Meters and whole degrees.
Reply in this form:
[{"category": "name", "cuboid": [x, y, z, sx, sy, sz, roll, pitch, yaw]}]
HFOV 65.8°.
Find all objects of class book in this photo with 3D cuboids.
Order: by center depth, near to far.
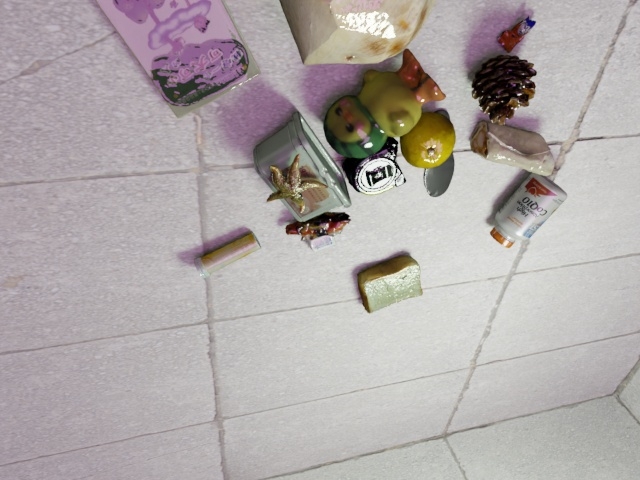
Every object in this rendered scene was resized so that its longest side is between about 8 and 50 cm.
[{"category": "book", "cuboid": [-0.341, -0.508, 1.203, 0.261, 0.043, 0.370, -28, 132, 2]}]

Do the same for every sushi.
[{"category": "sushi", "cuboid": [-0.006, -0.050, 1.672, 0.226, 0.097, 0.103, -8, 125, 5]}]

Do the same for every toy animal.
[{"category": "toy animal", "cuboid": [0.170, -0.364, 1.418, 0.338, 0.216, 0.191, -35, 158, 12]}]

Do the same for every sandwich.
[{"category": "sandwich", "cuboid": [0.281, 0.177, 1.973, 0.251, 0.087, 0.226, -20, 131, -5]}]

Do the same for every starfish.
[{"category": "starfish", "cuboid": [-0.066, -0.153, 1.400, 0.176, 0.053, 0.208, -7, 145, -8]}]

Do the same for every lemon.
[{"category": "lemon", "cuboid": [0.327, -0.307, 1.513, 0.170, 0.207, 0.169, 7, 124, 10]}]

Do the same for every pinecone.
[{"category": "pinecone", "cuboid": [0.552, -0.453, 1.478, 0.179, 0.204, 0.184, 21, 134, -29]}]

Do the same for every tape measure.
[{"category": "tape measure", "cuboid": [0.172, -0.227, 1.585, 0.186, 0.112, 0.199, -24, 131, 2]}]

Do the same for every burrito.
[{"category": "burrito", "cuboid": [0.658, -0.312, 1.687, 0.300, 0.143, 0.105, 9, 157, -21]}]

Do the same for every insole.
[{"category": "insole", "cuboid": [0.403, -0.288, 1.689, 0.119, 0.009, 0.348, -21, 132, -6]}]

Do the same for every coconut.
[{"category": "coconut", "cuboid": [0.082, -0.568, 1.112, 0.416, 0.344, 0.415, -12, 129, -15]}]

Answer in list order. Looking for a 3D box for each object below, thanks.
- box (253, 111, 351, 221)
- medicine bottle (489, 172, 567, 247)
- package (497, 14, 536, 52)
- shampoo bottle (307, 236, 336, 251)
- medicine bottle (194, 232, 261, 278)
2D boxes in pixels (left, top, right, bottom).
[{"category": "box", "cuboid": [-0.057, -0.201, 1.490, 0.183, 0.175, 0.312, -27, 133, 15]}, {"category": "medicine bottle", "cuboid": [0.775, -0.107, 1.878, 0.157, 0.157, 0.288, 18, 119, -32]}, {"category": "package", "cuboid": [0.584, -0.617, 1.471, 0.077, 0.033, 0.111, 0, 146, -50]}, {"category": "shampoo bottle", "cuboid": [0.000, 0.000, 1.749, 0.099, 0.043, 0.072, -21, 131, -2]}, {"category": "medicine bottle", "cuboid": [-0.309, 0.046, 1.654, 0.218, 0.074, 0.073, -27, 132, -1]}]
